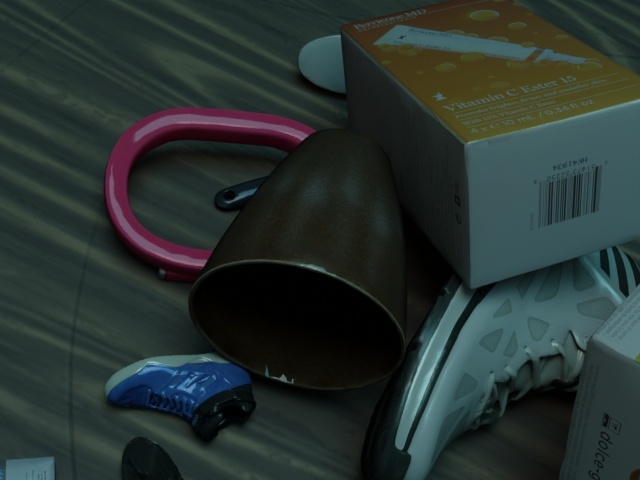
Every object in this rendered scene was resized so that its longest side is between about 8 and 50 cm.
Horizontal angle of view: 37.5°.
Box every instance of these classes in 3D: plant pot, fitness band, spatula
[{"bbox_3d":[0.000,0.000,0.978,0.215,0.215,0.230,18,53,-3],"label":"plant pot"},{"bbox_3d":[-0.104,-0.052,1.100,0.290,0.054,0.209,4,67,-13],"label":"fitness band"},{"bbox_3d":[0.008,-0.083,1.184,0.296,0.030,0.084,-13,61,-22],"label":"spatula"}]

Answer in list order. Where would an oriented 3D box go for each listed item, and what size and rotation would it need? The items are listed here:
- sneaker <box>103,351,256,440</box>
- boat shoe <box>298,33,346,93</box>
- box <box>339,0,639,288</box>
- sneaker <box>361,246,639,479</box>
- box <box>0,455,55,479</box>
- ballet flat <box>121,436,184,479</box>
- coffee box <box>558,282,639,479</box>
[{"bbox_3d":[-0.140,0.165,0.967,0.152,0.058,0.085,-5,50,-25],"label":"sneaker"},{"bbox_3d":[0.075,-0.245,1.288,0.219,0.078,0.070,0,23,-11],"label":"boat shoe"},{"bbox_3d":[0.182,-0.129,1.042,0.215,0.168,0.345,-16,34,-13],"label":"box"},{"bbox_3d":[0.237,0.127,1.024,0.257,0.169,0.447,31,53,8],"label":"sneaker"},{"bbox_3d":[-0.336,0.277,0.857,0.186,0.038,0.145,-1,58,-14],"label":"box"},{"bbox_3d":[-0.143,0.267,0.919,0.057,0.049,0.173,-37,65,-2],"label":"ballet flat"},{"bbox_3d":[0.462,0.187,0.884,0.334,0.338,0.338,31,52,33],"label":"coffee box"}]
